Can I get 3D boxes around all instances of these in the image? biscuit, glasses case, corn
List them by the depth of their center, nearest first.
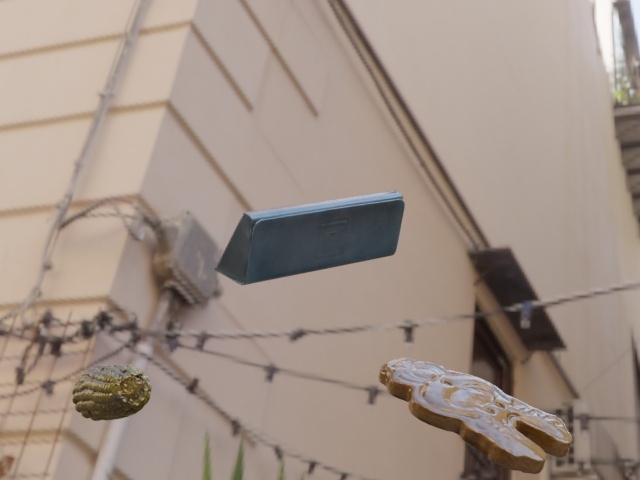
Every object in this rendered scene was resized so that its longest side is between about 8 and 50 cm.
[{"bbox_3d":[0.174,0.194,1.229,0.236,0.040,0.144,28,17,32],"label":"biscuit"},{"bbox_3d":[0.000,0.000,1.350,0.266,0.056,0.105,-10,-38,-42],"label":"glasses case"},{"bbox_3d":[-0.279,0.201,1.414,0.080,0.080,0.231,23,-19,-18],"label":"corn"}]
